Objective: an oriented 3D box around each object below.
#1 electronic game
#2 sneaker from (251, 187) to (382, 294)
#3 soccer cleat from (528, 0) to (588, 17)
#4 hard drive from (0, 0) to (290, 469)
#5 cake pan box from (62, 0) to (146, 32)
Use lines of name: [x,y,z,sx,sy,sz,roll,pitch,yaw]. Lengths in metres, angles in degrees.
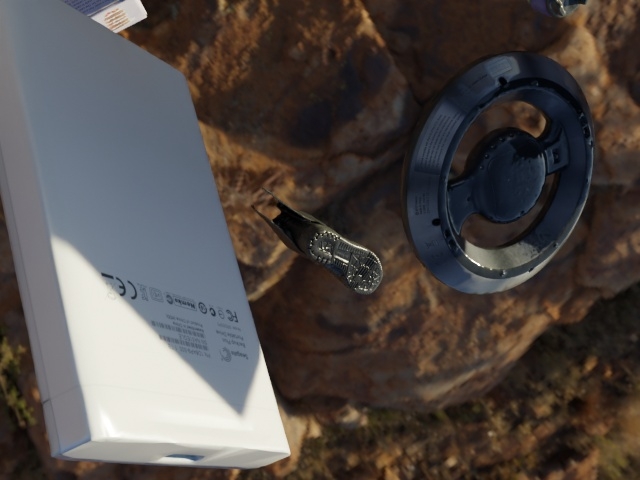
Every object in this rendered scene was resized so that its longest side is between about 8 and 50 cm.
electronic game: [0.169,-0.060,0.938,0.229,0.048,0.229,-12,112,-30]
sneaker: [-0.001,0.002,1.175,0.170,0.089,0.051,35,88,-46]
soccer cleat: [0.303,-0.439,1.371,0.093,0.121,0.289,-27,132,-17]
hard drive: [-0.141,-0.008,0.756,0.047,0.353,0.233,-27,156,21]
cake pan box: [-0.376,-0.313,1.200,0.266,0.246,0.070,-29,164,-3]
